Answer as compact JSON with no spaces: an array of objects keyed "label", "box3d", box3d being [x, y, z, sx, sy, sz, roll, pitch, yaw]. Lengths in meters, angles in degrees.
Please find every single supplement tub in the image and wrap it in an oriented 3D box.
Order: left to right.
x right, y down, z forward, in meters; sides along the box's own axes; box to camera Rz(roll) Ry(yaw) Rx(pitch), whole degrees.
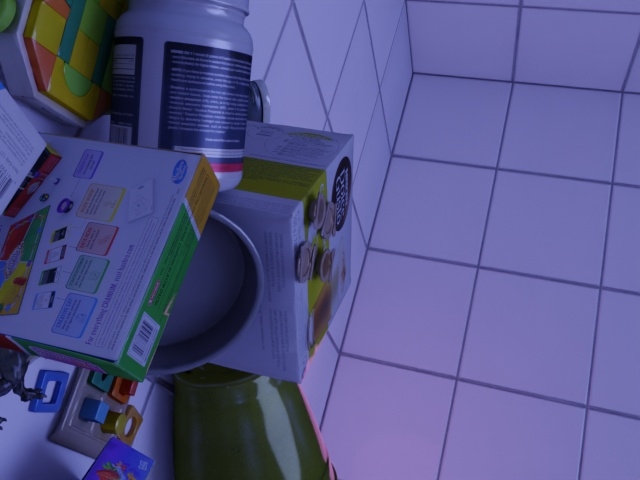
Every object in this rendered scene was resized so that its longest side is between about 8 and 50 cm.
[{"label":"supplement tub","box3d":[-0.195,-0.212,0.941,0.191,0.191,0.273,-24,122,-71]}]

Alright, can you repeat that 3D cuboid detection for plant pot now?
[{"label":"plant pot","box3d":[-0.167,0.400,1.442,0.366,0.366,0.353,-47,131,-62]}]

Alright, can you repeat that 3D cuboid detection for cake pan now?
[{"label":"cake pan","box3d":[-0.230,0.066,0.977,0.054,0.293,0.293,-121,-153,-56]}]

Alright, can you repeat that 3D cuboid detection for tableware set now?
[{"label":"tableware set","box3d":[0.000,0.000,1.065,0.168,0.020,0.141,16,82,-72]}]

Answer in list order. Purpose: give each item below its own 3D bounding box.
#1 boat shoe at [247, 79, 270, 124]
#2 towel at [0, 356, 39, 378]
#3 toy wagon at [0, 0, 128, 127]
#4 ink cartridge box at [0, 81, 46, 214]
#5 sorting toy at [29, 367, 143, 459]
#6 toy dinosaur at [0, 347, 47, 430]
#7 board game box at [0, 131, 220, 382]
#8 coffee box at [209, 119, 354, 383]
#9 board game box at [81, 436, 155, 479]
[{"label":"boat shoe","box3d":[-0.176,-0.200,1.485,0.099,0.116,0.320,-11,129,-25]},{"label":"towel","box3d":[-0.386,0.050,0.942,0.282,0.049,0.187,-59,154,-52]},{"label":"toy wagon","box3d":[-0.323,-0.335,0.899,0.267,0.068,0.345,39,62,-72]},{"label":"ink cartridge box","box3d":[-0.405,-0.063,0.593,0.171,0.168,0.233,75,29,-54]},{"label":"sorting toy","box3d":[-0.362,0.268,1.147,0.348,0.047,0.196,70,33,-60]},{"label":"toy dinosaur","box3d":[-0.388,0.160,0.839,0.268,0.064,0.118,-20,117,-56]},{"label":"board game box","box3d":[-0.298,-0.001,0.731,0.064,0.316,0.242,70,33,-60]},{"label":"coffee box","box3d":[-0.141,-0.004,1.222,0.334,0.337,0.338,-57,152,-54]},{"label":"board game box","box3d":[-0.382,0.481,0.953,0.233,0.078,0.347,-50,-170,46]}]
